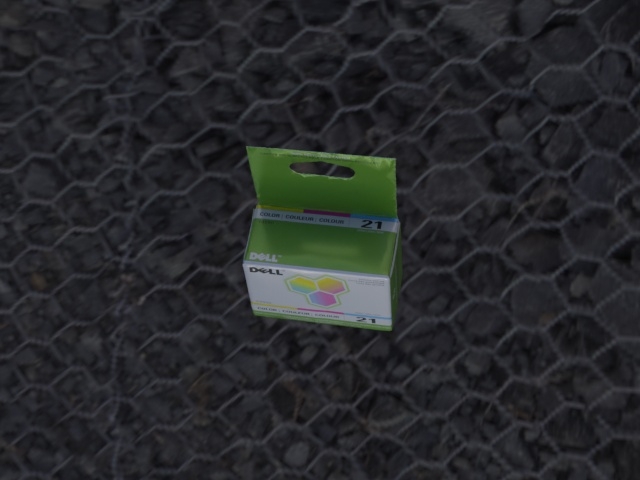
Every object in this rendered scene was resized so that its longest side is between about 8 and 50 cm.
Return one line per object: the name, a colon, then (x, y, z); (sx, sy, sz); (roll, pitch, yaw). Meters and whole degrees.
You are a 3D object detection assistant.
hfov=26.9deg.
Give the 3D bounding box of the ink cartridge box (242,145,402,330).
ink cartridge box: (0.000, 0.000, 1.648); (0.188, 0.255, 0.097); (6, 59, 9)
